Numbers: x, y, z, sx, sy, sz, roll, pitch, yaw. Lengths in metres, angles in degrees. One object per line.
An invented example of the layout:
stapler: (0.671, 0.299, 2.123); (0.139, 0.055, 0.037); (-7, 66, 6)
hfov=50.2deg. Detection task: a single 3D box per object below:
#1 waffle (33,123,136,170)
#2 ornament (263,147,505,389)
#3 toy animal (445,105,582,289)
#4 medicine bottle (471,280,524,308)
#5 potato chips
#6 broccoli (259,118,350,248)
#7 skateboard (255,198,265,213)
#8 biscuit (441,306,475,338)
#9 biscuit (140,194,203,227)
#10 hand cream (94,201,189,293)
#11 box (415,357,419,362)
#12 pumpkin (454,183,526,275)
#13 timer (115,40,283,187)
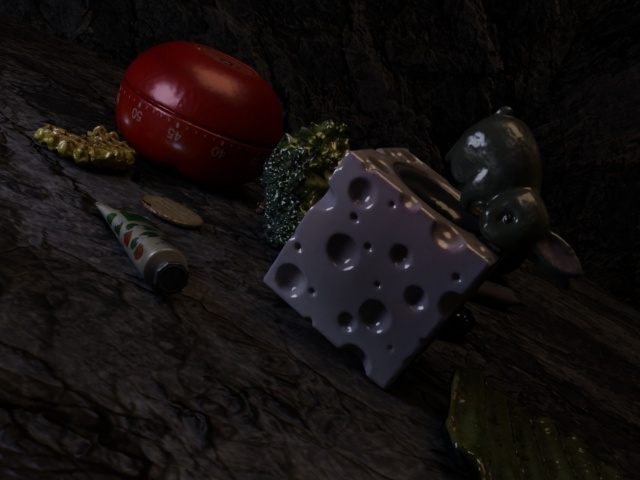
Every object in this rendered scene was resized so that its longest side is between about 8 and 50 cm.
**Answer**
waffle: (-0.441, -0.178, 1.304); (0.149, 0.051, 0.194); (33, 20, 28)
ornament: (0.111, 0.026, 1.014); (0.240, 0.240, 0.239); (41, 23, 14)
toy animal: (0.259, -0.048, 0.915); (0.127, 0.125, 0.251); (56, 14, -59)
medicine bottle: (0.444, 0.138, 1.720); (0.199, 0.058, 0.057); (18, 15, -29)
potato chips: (0.304, 0.302, 0.814); (0.358, 0.070, 0.429); (28, 13, -1)
broccoli: (0.059, -0.085, 1.402); (0.396, 0.353, 0.275); (0, -20, -26)
skateboard: (-0.121, -0.101, 1.532); (0.032, 0.083, 0.064); (26, 14, -2)
biscuit: (0.210, 0.128, 1.331); (0.194, 0.053, 0.194); (24, 14, -6)
biscuit: (-0.265, -0.052, 1.222); (0.120, 0.015, 0.120); (25, 13, -6)
hand cream: (-0.250, 0.001, 0.973); (0.095, 0.059, 0.276); (19, 10, -35)
box: (0.124, 0.164, 1.117); (0.058, 0.015, 0.093); (25, 13, -13)
pumpkin: (0.504, -0.038, 2.111); (0.323, 0.241, 0.323); (40, 7, -6)
timer: (-0.269, -0.287, 1.559); (0.377, 0.279, 0.378); (26, 16, -8)
